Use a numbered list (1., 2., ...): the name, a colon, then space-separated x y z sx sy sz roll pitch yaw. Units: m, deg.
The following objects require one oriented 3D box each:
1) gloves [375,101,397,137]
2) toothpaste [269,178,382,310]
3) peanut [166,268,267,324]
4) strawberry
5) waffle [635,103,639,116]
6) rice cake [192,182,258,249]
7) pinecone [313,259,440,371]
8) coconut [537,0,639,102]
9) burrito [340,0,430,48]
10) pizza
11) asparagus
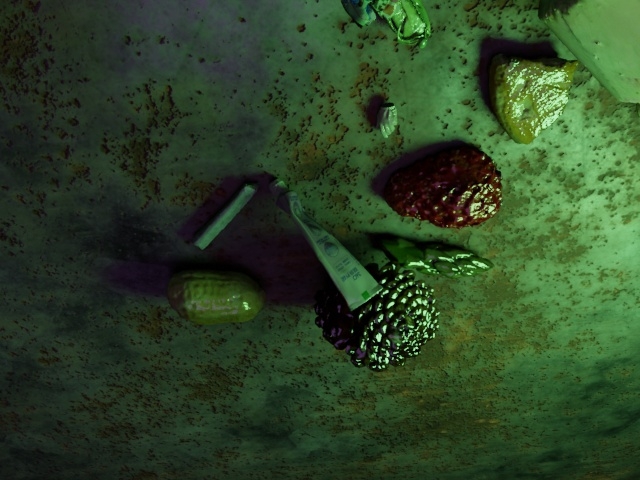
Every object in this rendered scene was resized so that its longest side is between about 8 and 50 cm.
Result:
1. gloves: 0.121 -0.226 1.007 0.044 0.037 0.081 16 146 29
2. toothpaste: 0.000 0.000 1.075 0.301 0.075 0.048 52 138 6
3. peanut: -0.233 0.130 1.229 0.225 0.129 0.129 7 131 -11
4. strawberry: 0.252 -0.081 1.094 0.237 0.111 0.190 -6 134 1
5. waffle: 0.692 -0.304 0.974 0.250 0.056 0.261 22 128 -23
6. rice cake: -0.200 -0.052 1.129 0.033 0.033 0.208 32 121 -27
7. pinecone: 0.107 0.154 1.202 0.247 0.292 0.246 -7 102 -36
8. coconut: 0.500 -0.346 0.766 0.310 0.297 0.297 35 121 -22
9. burrito: 0.068 -0.400 0.830 0.104 0.054 0.288 -34 126 23
10. pizza: 0.380 -0.275 0.973 0.161 0.062 0.182 -29 123 28
11. asparagus: 0.259 0.044 1.231 0.288 0.080 0.080 6 131 -11
